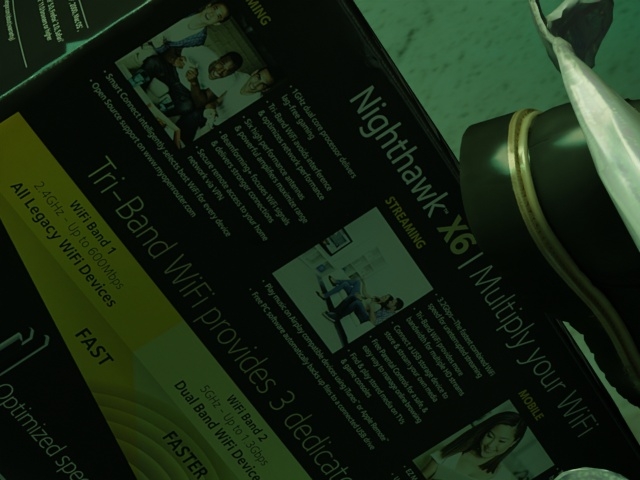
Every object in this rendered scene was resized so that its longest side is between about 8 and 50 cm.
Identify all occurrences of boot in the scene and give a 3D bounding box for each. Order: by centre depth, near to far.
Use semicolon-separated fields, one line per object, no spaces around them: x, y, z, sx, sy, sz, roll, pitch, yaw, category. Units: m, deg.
0.154;0.002;0.671;0.137;0.198;0.077;-16;65;30;boot

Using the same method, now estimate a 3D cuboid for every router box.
-0.044;0.048;0.720;0.243;0.309;0.081;-31;32;6;router box

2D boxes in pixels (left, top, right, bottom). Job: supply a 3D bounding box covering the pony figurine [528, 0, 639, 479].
0.194;0.106;0.504;0.363;0.303;0.351;-18;43;1;pony figurine
